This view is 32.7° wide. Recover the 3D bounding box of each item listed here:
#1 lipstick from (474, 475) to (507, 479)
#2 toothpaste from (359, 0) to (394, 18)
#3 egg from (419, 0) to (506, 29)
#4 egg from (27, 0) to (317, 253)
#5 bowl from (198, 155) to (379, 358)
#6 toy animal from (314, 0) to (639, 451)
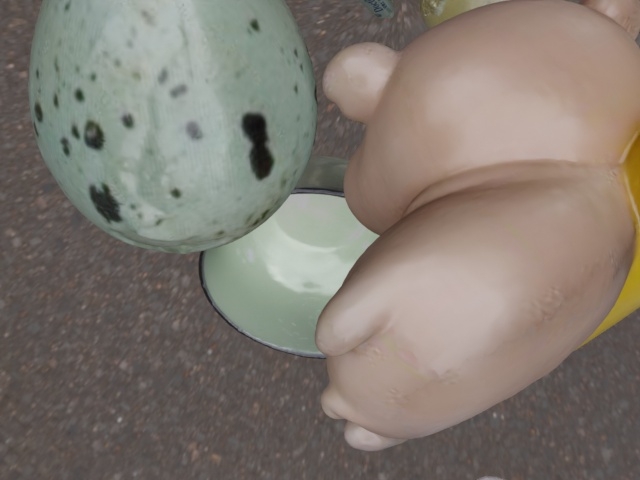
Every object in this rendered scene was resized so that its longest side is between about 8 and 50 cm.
[{"bbox_3d":[0.079,0.196,0.620,0.040,0.141,0.040,19,136,19],"label":"lipstick"},{"bbox_3d":[0.075,-0.432,1.863,0.064,0.218,0.041,-19,67,22],"label":"toothpaste"},{"bbox_3d":[0.255,-0.388,1.783,0.201,0.164,0.164,10,107,39],"label":"egg"},{"bbox_3d":[-0.067,-0.068,0.481,0.131,0.131,0.164,-8,143,6],"label":"egg"},{"bbox_3d":[0.000,0.000,1.688,0.353,0.185,0.354,3,132,4],"label":"bowl"},{"bbox_3d":[0.102,-0.026,0.743,0.345,0.277,0.247,-30,77,-18],"label":"toy animal"}]
